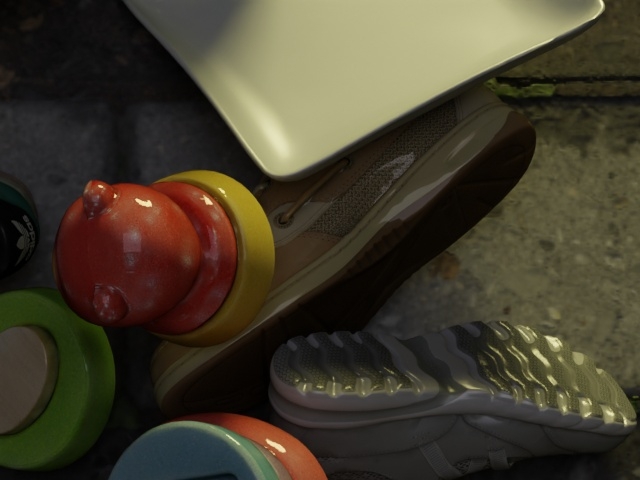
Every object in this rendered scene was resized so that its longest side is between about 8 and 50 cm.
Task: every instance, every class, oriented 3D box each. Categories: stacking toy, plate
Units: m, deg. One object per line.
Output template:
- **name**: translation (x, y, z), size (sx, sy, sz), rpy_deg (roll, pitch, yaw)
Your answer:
- **stacking toy**: translation (-0.151, 0.126, 1.320), size (0.279, 0.130, 0.309), rpy_deg (-23, 77, 26)
- **plate**: translation (0.026, -0.167, 1.481), size (0.277, 0.045, 0.278), rpy_deg (-28, 46, -13)

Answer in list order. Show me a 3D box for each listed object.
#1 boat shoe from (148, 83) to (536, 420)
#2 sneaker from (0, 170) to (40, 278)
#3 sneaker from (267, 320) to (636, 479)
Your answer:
- **boat shoe**: translation (0.000, 0.000, 1.454), size (0.341, 0.121, 0.110), rpy_deg (-38, 66, -15)
- **sneaker**: translation (-0.349, -0.005, 1.400), size (0.302, 0.121, 0.108), rpy_deg (-5, 100, -7)
- **sneaker**: translation (0.089, 0.129, 1.440), size (0.281, 0.115, 0.105), rpy_deg (4, 33, -16)
